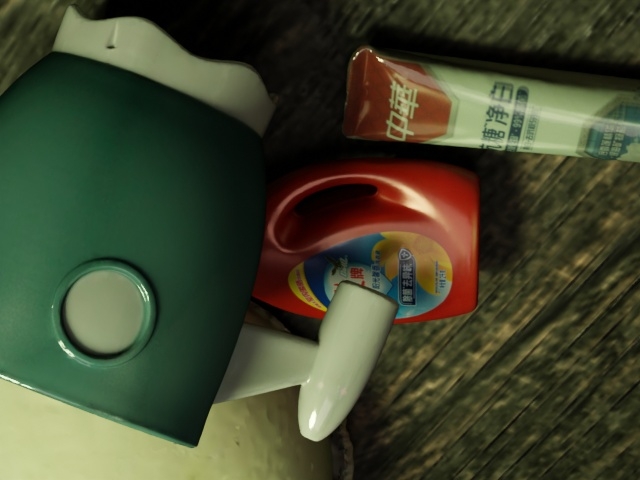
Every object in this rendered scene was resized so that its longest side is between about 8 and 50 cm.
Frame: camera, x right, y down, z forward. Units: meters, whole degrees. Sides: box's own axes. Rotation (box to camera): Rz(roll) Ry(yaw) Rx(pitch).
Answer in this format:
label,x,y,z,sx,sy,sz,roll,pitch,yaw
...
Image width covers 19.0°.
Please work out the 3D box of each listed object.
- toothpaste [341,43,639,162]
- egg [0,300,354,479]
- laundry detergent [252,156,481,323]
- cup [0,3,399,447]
label,x,y,z,sx,sy,sz,roll,pitch,yaw
toothpaste,0.131,-0.061,0.943,0.239,0.039,0.062,6,137,0
egg,-0.119,0.152,1.043,0.264,0.174,0.286,-21,123,14
laundry detergent,0.000,0.000,0.991,0.165,0.049,0.097,0,123,3
cup,-0.100,-0.011,0.896,0.300,0.167,0.173,23,85,-17
